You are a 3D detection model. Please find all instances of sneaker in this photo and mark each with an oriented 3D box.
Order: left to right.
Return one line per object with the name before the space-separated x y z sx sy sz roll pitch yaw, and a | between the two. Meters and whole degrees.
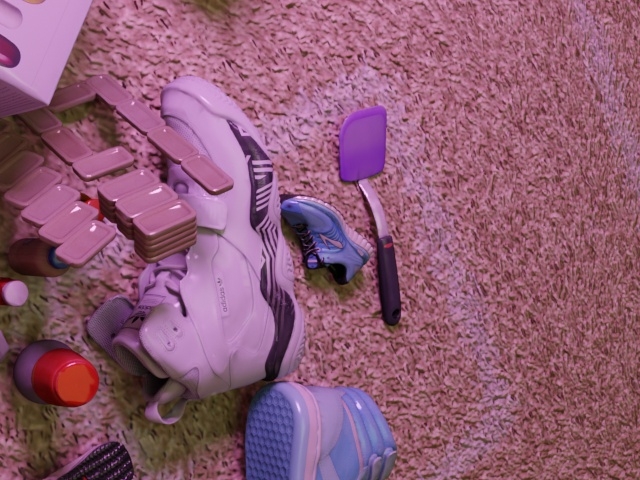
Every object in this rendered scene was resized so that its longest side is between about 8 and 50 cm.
sneaker | -0.266 0.258 1.068 0.161 0.075 0.057 -27 100 -64
sneaker | -0.148 0.016 1.104 0.210 0.137 0.365 -27 110 -38
sneaker | 0.000 0.000 1.272 0.162 0.063 0.073 40 70 -31
sneaker | 0.008 0.326 1.242 0.208 0.127 0.318 2 97 -46

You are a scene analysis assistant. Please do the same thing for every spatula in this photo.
spatula | 0.075 -0.027 1.351 0.084 0.030 0.296 -18 101 -36

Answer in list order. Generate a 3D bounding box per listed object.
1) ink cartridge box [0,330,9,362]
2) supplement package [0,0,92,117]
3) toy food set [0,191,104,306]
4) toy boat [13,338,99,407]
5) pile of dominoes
ink cartridge box | -0.442 0.094 0.835 0.311 0.065 0.185 24 62 5
supplement package | -0.304 -0.259 0.938 0.145 0.204 0.261 29 72 -35
toy food set | -0.328 0.009 0.983 0.232 0.105 0.111 -6 94 -38
toy boat | -0.354 0.201 0.956 0.318 0.148 0.267 -35 106 -25
pile of dominoes | -0.227 -0.065 1.011 0.196 0.251 0.040 -27 142 -33
